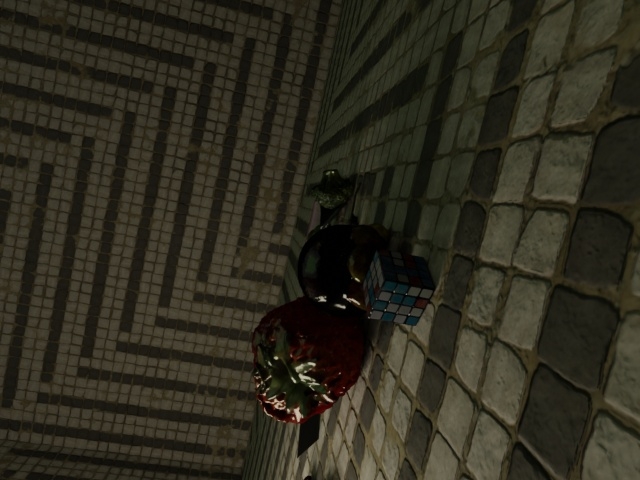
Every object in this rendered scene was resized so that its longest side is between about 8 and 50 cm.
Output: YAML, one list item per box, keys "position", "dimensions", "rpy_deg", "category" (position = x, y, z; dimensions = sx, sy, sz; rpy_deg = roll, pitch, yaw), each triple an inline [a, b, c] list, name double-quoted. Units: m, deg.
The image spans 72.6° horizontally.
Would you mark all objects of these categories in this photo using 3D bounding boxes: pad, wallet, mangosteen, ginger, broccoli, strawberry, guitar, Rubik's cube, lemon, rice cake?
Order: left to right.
- position: [-0.037, 0.598, 1.465]
  dimensions: [0.299, 0.005, 0.202]
  rpy_deg: [113, 166, -50]
  category: "pad"
- position: [-0.026, 0.261, 1.079]
  dimensions: [0.312, 0.267, 0.351]
  rpy_deg: [-61, -5, 29]
  category: "strawberry"
- position: [-0.039, -0.035, 2.145]
  dimensions: [0.072, 0.056, 0.364]
  rpy_deg: [-126, 49, -81]
  category: "rice cake"
- position: [0.001, 0.000, 1.773]
  dimensions: [0.137, 0.089, 0.290]
  rpy_deg: [-62, 9, -16]
  category: "ginger"
- position: [0.045, -0.151, 1.718]
  dimensions: [0.146, 0.030, 0.285]
  rpy_deg: [-51, 17, 20]
  category: "wallet"
- position: [0.045, -0.183, 1.552]
  dimensions: [0.146, 0.162, 0.137]
  rpy_deg: [28, 123, 54]
  category: "broccoli"
- position: [0.105, -0.071, 1.380]
  dimensions: [0.088, 0.025, 0.233]
  rpy_deg: [163, 119, -80]
  category: "guitar"
- position: [0.072, 0.061, 0.919]
  dimensions: [0.250, 0.211, 0.211]
  rpy_deg: [-14, 61, 48]
  category: "mangosteen"
- position: [0.128, -0.007, 1.032]
  dimensions: [0.083, 0.062, 0.062]
  rpy_deg: [116, 164, -50]
  category: "lemon"
- position: [0.135, 0.082, 0.772]
  dimensions: [0.092, 0.092, 0.092]
  rpy_deg: [-91, 16, -56]
  category: "Rubik's cube"

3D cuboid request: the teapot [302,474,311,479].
- position: [-0.074, 0.745, 1.223]
  dimensions: [0.173, 0.116, 0.116]
  rpy_deg: [-52, -6, -31]
  category: "teapot"
